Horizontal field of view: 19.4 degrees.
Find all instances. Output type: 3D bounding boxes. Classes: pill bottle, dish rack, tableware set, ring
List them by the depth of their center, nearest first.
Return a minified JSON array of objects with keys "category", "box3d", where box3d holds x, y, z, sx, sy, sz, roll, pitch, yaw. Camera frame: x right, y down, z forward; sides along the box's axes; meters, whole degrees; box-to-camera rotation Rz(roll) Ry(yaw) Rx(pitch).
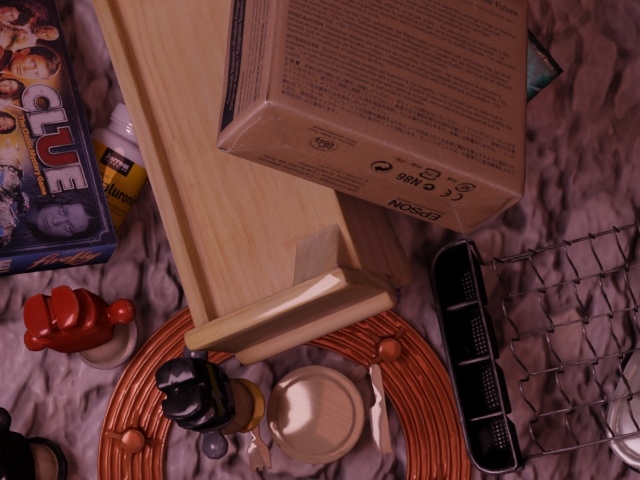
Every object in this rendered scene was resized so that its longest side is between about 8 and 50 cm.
[{"category":"dish rack","box3d":[0.245,0.078,1.618,0.271,0.074,0.208,-15,76,13]},{"category":"pill bottle","box3d":[-0.183,-0.058,1.622,0.065,0.065,0.116,29,88,-6]},{"category":"tableware set","box3d":[0.006,0.205,1.635,0.128,0.039,0.194,-8,87,6]},{"category":"ring","box3d":[-0.029,0.201,1.664,0.336,0.032,0.337,0,92,-6]}]

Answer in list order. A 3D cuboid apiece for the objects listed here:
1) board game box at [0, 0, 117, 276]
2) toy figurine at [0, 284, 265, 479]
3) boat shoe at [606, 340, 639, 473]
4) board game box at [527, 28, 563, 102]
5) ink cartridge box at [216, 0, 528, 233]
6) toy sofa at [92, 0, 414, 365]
[{"category":"board game box","box3d":[-0.277,-0.088,1.554,0.165,0.042,0.243,-8,68,-24]},{"category":"toy figurine","box3d":[-0.176,0.160,1.564,0.209,0.148,0.213,25,85,21]},{"category":"boat shoe","box3d":[0.348,0.070,1.676,0.114,0.091,0.303,33,89,21]},{"category":"board game box","box3d":[0.110,-0.181,1.671,0.126,0.026,0.186,-41,95,-4]},{"category":"ink cartridge box","box3d":[0.045,-0.133,1.464,0.234,0.088,0.193,19,58,-24]},{"category":"toy sofa","box3d":[-0.064,-0.089,1.567,0.150,0.177,0.363,-23,77,18]}]
